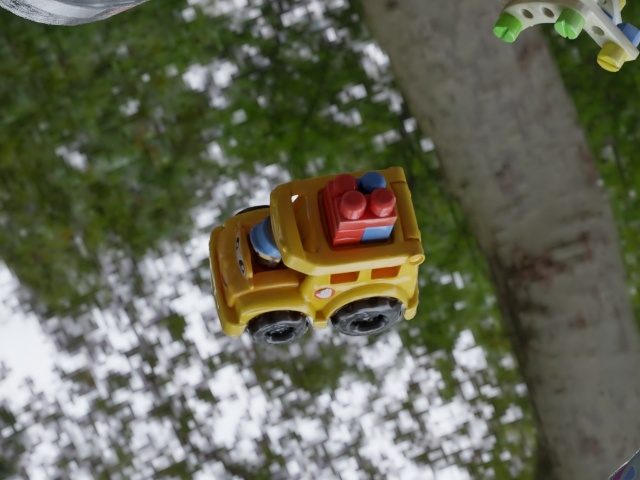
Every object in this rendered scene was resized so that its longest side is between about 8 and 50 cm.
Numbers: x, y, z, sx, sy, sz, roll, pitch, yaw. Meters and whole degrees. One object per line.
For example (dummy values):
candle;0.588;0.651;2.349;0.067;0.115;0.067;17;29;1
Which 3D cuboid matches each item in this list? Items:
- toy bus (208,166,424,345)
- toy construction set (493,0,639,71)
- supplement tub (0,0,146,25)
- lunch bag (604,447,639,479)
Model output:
toy bus;0.000;0.000;1.627;0.220;0.211;0.149;-7;-115;-10
toy construction set;0.229;-0.338;1.709;0.215;0.328;0.151;20;-127;39
supplement tub;-0.190;-0.283;1.259;0.207;0.207;0.338;-27;-169;-13
lunch bag;0.288;0.239;0.968;0.224;0.108;0.279;7;-134;-24
